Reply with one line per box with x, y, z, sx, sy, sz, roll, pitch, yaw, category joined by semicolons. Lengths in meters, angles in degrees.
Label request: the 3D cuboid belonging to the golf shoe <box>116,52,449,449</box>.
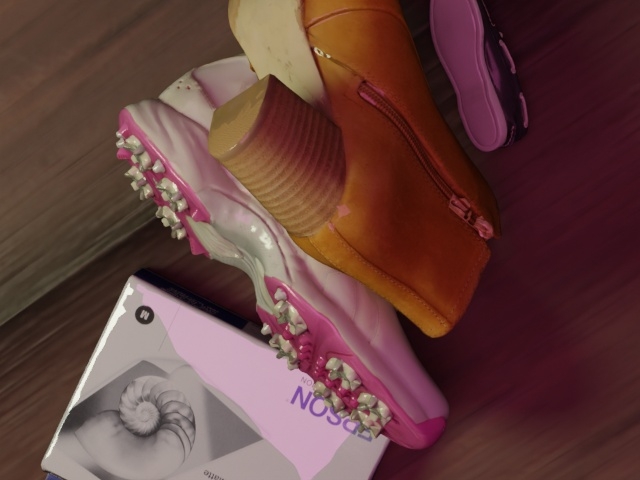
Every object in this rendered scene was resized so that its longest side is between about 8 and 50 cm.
0.000;0.000;1.046;0.140;0.115;0.306;-40;89;-20;golf shoe

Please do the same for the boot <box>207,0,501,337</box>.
0.040;-0.094;1.022;0.104;0.295;0.211;-24;129;39;boot

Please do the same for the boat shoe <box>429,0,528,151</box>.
0.111;-0.124;1.059;0.046;0.038;0.125;-19;90;51;boat shoe

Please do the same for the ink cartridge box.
-0.083;0.166;1.124;0.223;0.045;0.224;25;101;3;ink cartridge box
